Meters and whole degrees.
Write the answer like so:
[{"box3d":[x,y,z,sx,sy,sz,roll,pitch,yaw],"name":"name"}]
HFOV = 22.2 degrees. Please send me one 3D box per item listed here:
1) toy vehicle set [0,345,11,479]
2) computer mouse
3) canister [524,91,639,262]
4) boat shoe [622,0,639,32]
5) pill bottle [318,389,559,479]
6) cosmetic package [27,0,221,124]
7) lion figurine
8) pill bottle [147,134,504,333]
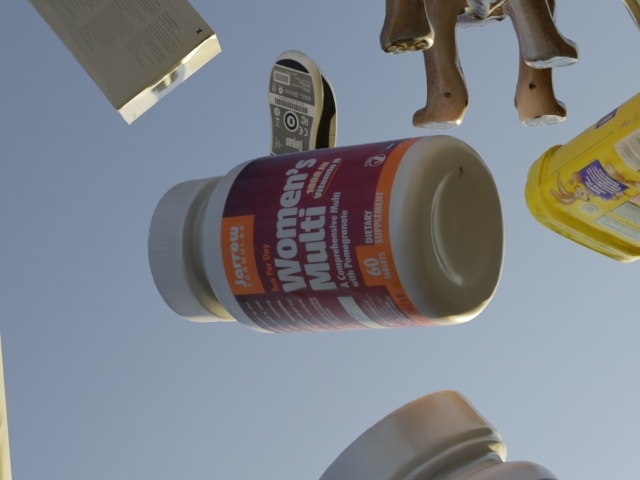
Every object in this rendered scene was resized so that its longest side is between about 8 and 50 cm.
[{"box3d":[-0.324,0.114,1.234,0.035,0.166,0.266,-56,-35,-74],"name":"toy vehicle set"},{"box3d":[-0.012,-0.081,1.491,0.042,0.106,0.193,-18,-60,-41],"name":"computer mouse"},{"box3d":[0.263,-0.055,1.319,0.126,0.170,0.073,24,-119,-16],"name":"canister"},{"box3d":[0.299,-0.272,1.459,0.117,0.096,0.324,-26,-32,11],"name":"boat shoe"},{"box3d":[0.122,0.241,1.013,0.161,0.283,0.161,-31,-28,-18],"name":"pill bottle"},{"box3d":[-0.190,-0.215,1.286,0.099,0.239,0.060,-39,-9,-2],"name":"cosmetic package"},{"box3d":[0.092,-0.206,1.026,0.142,0.392,0.240,-4,-97,0],"name":"lion figurine"},{"box3d":[0.000,0.000,1.079,0.121,0.221,0.121,10,-102,-53],"name":"pill bottle"}]
